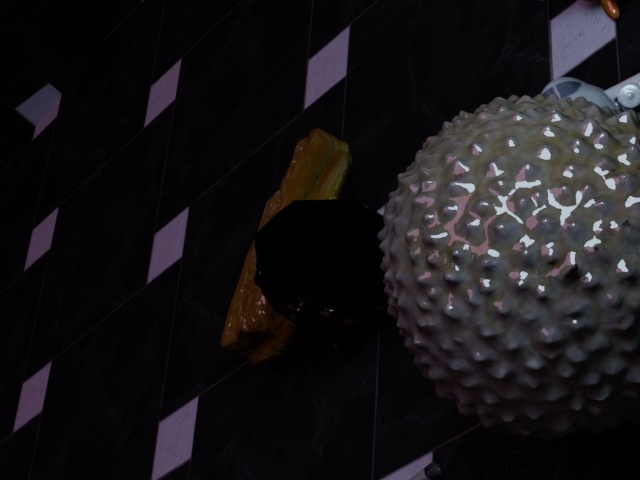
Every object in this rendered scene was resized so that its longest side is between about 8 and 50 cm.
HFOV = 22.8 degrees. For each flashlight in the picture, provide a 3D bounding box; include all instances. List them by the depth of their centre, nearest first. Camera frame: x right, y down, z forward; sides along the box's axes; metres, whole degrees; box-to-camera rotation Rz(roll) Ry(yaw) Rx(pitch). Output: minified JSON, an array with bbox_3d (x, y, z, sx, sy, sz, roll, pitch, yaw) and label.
[{"bbox_3d":[0.123,0.315,2.049,0.083,0.018,0.018,-44,31,31],"label":"flashlight"}]

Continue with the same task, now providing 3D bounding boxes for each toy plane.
[{"bbox_3d":[0.318,-0.147,1.949,0.252,0.118,0.252,-30,-1,-1],"label":"toy plane"}]

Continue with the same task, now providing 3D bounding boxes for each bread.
[{"bbox_3d":[-0.049,0.011,2.525,0.185,0.109,0.380,-42,28,59],"label":"bread"}]

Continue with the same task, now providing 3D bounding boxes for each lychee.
[{"bbox_3d":[0.260,0.026,1.709,0.432,0.380,0.380,-5,59,34],"label":"lychee"}]

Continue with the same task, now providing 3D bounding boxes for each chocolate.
[{"bbox_3d":[-0.002,0.080,2.322,0.177,0.206,0.224,98,166,-44],"label":"chocolate"}]

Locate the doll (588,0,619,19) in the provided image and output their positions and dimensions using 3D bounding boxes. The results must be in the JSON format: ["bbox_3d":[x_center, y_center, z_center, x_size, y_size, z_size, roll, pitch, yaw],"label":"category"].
[{"bbox_3d":[0.348,-0.384,2.177,0.135,0.143,0.221,-27,28,-6],"label":"doll"}]
